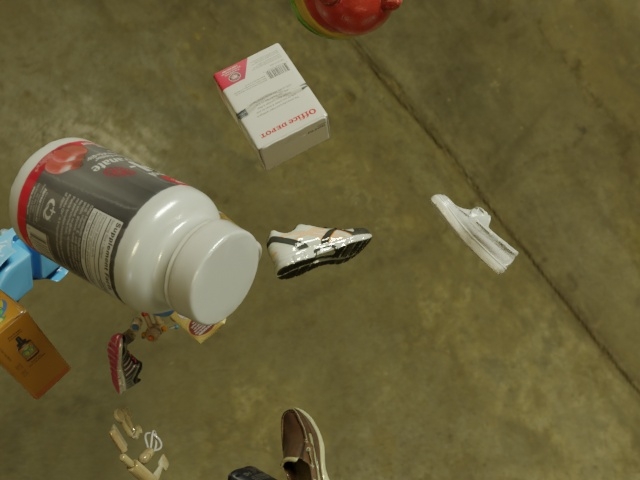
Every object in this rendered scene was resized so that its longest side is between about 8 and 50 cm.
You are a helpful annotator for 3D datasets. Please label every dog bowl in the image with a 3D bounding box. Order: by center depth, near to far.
[{"bbox_3d":[-0.622,0.044,1.448,0.074,0.166,0.297,21,38,10],"label":"dog bowl"}]

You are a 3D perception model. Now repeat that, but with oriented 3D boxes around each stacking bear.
[{"bbox_3d":[0.032,-0.356,0.951,0.175,0.289,0.164,9,113,-11],"label":"stacking bear"}]

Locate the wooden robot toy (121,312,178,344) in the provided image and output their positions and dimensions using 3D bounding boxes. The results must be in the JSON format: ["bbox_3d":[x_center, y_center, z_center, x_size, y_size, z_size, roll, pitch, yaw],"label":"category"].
[{"bbox_3d":[-0.437,0.226,1.757,0.173,0.079,0.076,-18,112,5],"label":"wooden robot toy"}]

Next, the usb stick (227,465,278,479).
[{"bbox_3d":[-0.042,0.450,1.150,0.077,0.278,0.045,7,96,-52],"label":"usb stick"}]

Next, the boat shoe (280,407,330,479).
[{"bbox_3d":[-0.042,0.475,1.496,0.095,0.095,0.257,28,28,-45],"label":"boat shoe"}]

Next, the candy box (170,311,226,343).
[{"bbox_3d":[-0.330,0.058,1.522,0.316,0.087,0.183,46,19,-14],"label":"candy box"}]

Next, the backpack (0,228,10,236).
[{"bbox_3d":[-0.775,0.026,1.695,0.084,0.114,0.105,-23,83,5],"label":"backpack"}]

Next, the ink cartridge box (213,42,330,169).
[{"bbox_3d":[-0.108,-0.301,1.550,0.172,0.100,0.237,-28,66,-7],"label":"ink cartridge box"}]

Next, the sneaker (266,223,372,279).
[{"bbox_3d":[0.000,0.000,0.621,0.109,0.040,0.044,-12,61,-36],"label":"sneaker"}]

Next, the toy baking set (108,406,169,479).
[{"bbox_3d":[-0.412,0.492,1.615,0.030,0.197,0.256,-28,124,2],"label":"toy baking set"}]

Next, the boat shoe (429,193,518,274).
[{"bbox_3d":[0.264,-0.022,1.173,0.184,0.066,0.063,44,94,-6],"label":"boat shoe"}]

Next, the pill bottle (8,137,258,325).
[{"bbox_3d":[-0.246,-0.010,0.923,0.318,0.176,0.176,24,52,25],"label":"pill bottle"}]

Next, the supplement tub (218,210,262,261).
[{"bbox_3d":[-0.269,0.010,1.814,0.199,0.144,0.144,39,53,17],"label":"supplement tub"}]

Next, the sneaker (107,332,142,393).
[{"bbox_3d":[-0.495,0.307,1.762,0.074,0.063,0.170,-16,118,-37],"label":"sneaker"}]

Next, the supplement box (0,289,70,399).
[{"bbox_3d":[-0.472,0.164,1.075,0.080,0.233,0.078,37,64,17],"label":"supplement box"}]

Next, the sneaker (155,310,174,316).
[{"bbox_3d":[-0.318,0.087,1.204,0.209,0.069,0.082,62,7,-46],"label":"sneaker"}]
